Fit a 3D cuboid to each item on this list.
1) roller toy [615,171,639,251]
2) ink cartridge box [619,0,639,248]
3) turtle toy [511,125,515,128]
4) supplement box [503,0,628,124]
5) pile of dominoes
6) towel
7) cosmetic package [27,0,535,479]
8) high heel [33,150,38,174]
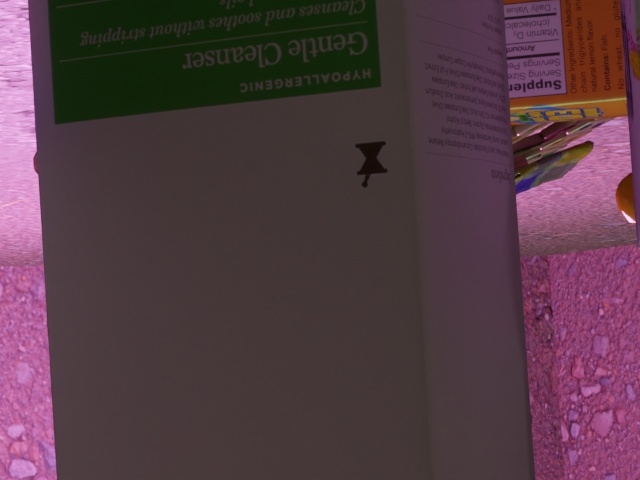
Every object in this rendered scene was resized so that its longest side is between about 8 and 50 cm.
[{"bbox_3d":[0.339,-0.047,1.549,0.209,0.146,0.191,-1,-154,13],"label":"roller toy"},{"bbox_3d":[0.201,-0.087,0.888,0.128,0.176,0.127,-4,176,6],"label":"ink cartridge box"},{"bbox_3d":[0.102,-0.090,1.548,0.095,0.066,0.130,-25,174,11],"label":"turtle toy"},{"bbox_3d":[0.168,-0.114,1.210,0.233,0.080,0.078,-2,174,11],"label":"supplement box"},{"bbox_3d":[0.176,-0.065,1.539,0.196,0.040,0.251,-19,173,-40],"label":"pile of dominoes"},{"bbox_3d":[0.167,-0.051,1.518,0.083,0.009,0.060,-21,166,-36],"label":"towel"},{"bbox_3d":[-0.013,0.025,0.939,0.197,0.365,0.155,-6,176,23],"label":"cosmetic package"},{"bbox_3d":[-0.199,-0.070,1.616,0.117,0.082,0.244,5,-179,4],"label":"high heel"}]
